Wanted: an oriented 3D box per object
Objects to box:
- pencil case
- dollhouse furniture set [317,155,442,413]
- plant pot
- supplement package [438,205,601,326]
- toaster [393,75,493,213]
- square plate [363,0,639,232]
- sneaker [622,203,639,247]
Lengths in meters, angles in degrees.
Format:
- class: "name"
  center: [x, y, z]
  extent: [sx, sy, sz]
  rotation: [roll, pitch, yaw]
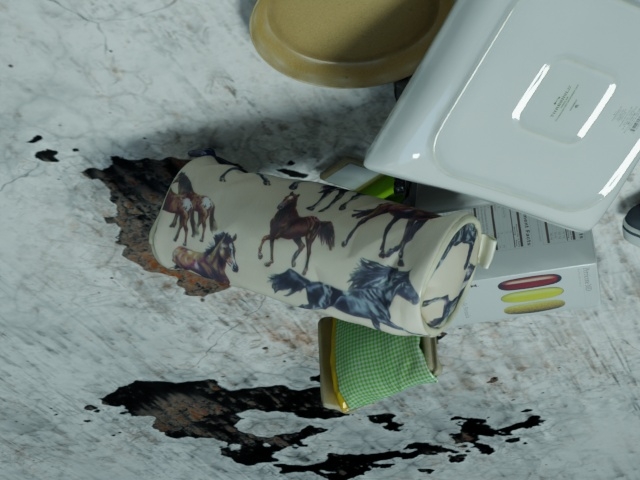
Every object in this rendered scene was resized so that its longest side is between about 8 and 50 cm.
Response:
- class: "pencil case"
  center: [0.000, 0.000, 1.692]
  extent: [0.410, 0.183, 0.160]
  rotation: [14, 129, 25]
- class: "dollhouse furniture set"
  center: [0.031, 0.060, 1.805]
  extent: [0.151, 0.301, 0.197]
  rotation: [18, 147, -36]
- class: "plant pot"
  center: [0.037, -0.253, 1.538]
  extent: [0.236, 0.032, 0.236]
  rotation: [-2, 151, -1]
- class: "supplement package"
  center: [0.265, 0.023, 1.930]
  extent: [0.244, 0.134, 0.139]
  rotation: [-9, 150, 10]
- class: "toaster"
  center: [0.166, -0.114, 1.694]
  extent: [0.146, 0.129, 0.227]
  rotation: [-5, 148, -1]
- class: "square plate"
  center: [0.273, -0.171, 1.546]
  extent: [0.344, 0.049, 0.347]
  rotation: [15, 120, -28]
- class: "sneaker"
  center: [0.562, -0.051, 1.843]
  extent: [0.321, 0.126, 0.127]
  rotation: [4, 116, 34]
